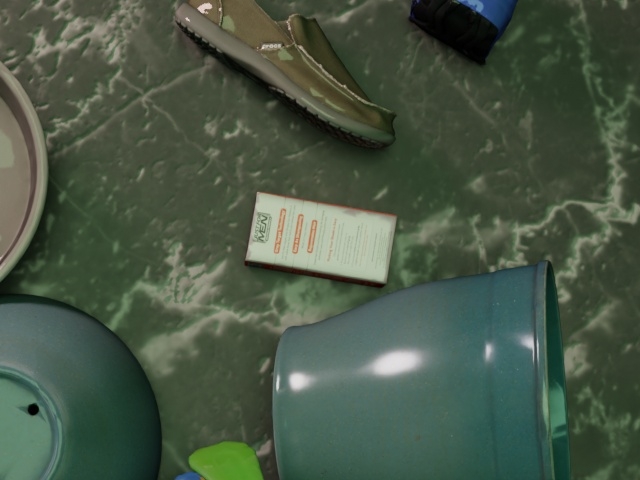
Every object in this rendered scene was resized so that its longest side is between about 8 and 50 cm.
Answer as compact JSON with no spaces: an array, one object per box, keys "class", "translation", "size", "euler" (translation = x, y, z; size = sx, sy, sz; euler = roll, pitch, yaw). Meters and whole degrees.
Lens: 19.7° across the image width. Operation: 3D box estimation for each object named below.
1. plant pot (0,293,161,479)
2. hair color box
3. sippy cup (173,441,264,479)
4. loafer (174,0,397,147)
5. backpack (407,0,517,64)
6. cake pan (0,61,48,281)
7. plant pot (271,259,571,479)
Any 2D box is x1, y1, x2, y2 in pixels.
[{"class":"plant pot","translation":[-0.294,0.184,1.699],"size":[0.290,0.195,0.290],"euler":[0,83,-3]},{"class":"hair color box","translation":[0.000,0.000,1.815],"size":[0.141,0.043,0.072],"euler":[10,83,-3]},{"class":"sippy cup","translation":[-0.085,0.334,1.661],"size":[0.240,0.224,0.305],"euler":[25,106,-36]},{"class":"loafer","translation":[-0.022,-0.180,1.810],"size":[0.251,0.094,0.087],"euler":[34,87,1]},{"class":"backpack","translation":[0.146,-0.245,1.815],"size":[0.098,0.120,0.101],"euler":[25,82,0]},{"class":"cake pan","translation":[-0.402,-0.060,1.742],"size":[0.293,0.054,0.293],"euler":[0,81,-3]},{"class":"plant pot","translation":[0.095,0.160,1.705],"size":[0.255,0.271,0.271],"euler":[-3,83,11]}]
